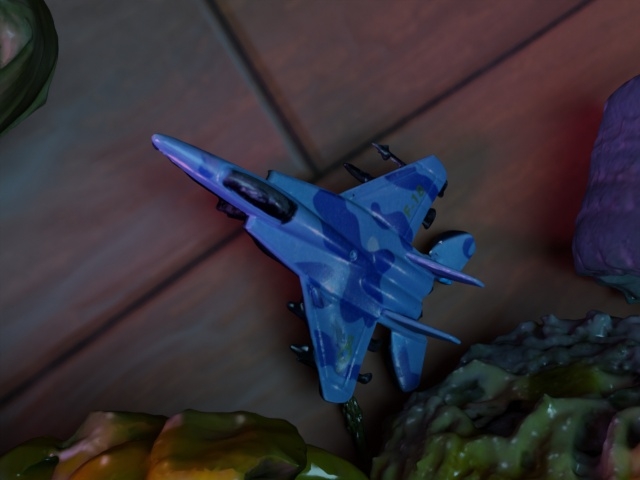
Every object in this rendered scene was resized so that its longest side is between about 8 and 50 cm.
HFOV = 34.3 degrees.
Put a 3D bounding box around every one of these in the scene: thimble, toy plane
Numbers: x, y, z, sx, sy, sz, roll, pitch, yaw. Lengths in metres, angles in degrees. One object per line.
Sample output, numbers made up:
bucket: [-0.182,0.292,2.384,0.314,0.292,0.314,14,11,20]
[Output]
thimble: [0.286,-0.016,0.668,0.198,0.235,0.143,26,78,-55]
toy plane: [-0.004,-0.001,0.624,0.246,0.078,0.169,29,80,-27]

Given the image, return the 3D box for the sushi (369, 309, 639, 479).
sushi: [0.157,0.139,0.604,0.184,0.274,0.139,-43,124,-47]

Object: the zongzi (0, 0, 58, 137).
zongzi: [-0.366,-0.068,0.456,0.356,0.174,0.393,42,99,-6]

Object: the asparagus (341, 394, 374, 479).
asparagus: [0.031,0.149,0.678,0.014,0.015,0.114,-19,99,-19]

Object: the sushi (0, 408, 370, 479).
sushi: [-0.126,0.211,0.461,0.328,0.328,0.285,36,61,-57]
